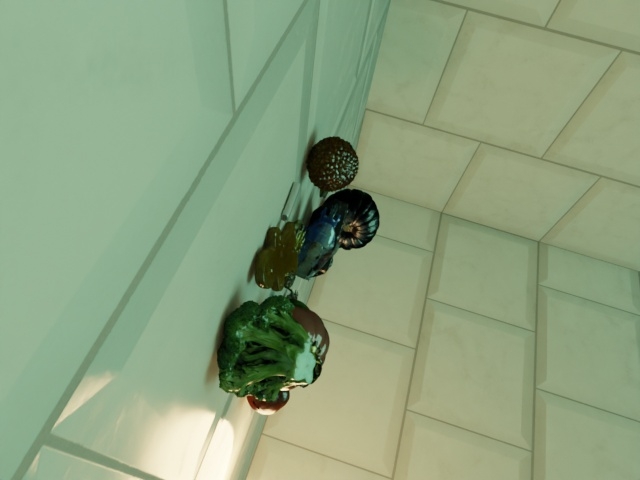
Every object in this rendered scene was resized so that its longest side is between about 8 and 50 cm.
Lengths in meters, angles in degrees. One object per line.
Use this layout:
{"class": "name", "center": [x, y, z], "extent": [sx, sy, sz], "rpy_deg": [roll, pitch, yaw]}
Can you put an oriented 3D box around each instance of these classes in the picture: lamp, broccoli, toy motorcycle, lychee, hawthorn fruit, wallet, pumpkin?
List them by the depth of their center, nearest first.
{"class": "broccoli", "center": [-0.137, 0.281, 1.126], "extent": [0.265, 0.245, 0.295], "rpy_deg": [-36, 122, -52]}
{"class": "wallet", "center": [-0.095, -0.123, 1.418], "extent": [0.061, 0.025, 0.122], "rpy_deg": [115, -6, -70]}
{"class": "lamp", "center": [-0.101, 0.370, 1.471], "extent": [0.239, 0.305, 0.306], "rpy_deg": [40, -58, 46]}
{"class": "lychee", "center": [0.044, -0.264, 1.563], "extent": [0.238, 0.200, 0.200], "rpy_deg": [58, 49, -68]}
{"class": "toy motorcycle", "center": [-0.007, 0.026, 1.722], "extent": [0.319, 0.181, 0.241], "rpy_deg": [120, -32, -41]}
{"class": "hawthorn fruit", "center": [-0.223, 0.623, 1.810], "extent": [0.202, 0.185, 0.185], "rpy_deg": [-59, -174, 42]}
{"class": "pumpkin", "center": [0.166, -0.117, 2.561], "extent": [0.266, 0.363, 0.364], "rpy_deg": [-79, -177, -65]}

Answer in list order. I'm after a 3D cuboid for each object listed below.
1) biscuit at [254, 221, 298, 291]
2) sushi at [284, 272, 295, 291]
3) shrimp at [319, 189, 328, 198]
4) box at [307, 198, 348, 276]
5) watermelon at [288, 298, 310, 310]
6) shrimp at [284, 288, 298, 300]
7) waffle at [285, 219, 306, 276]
{"class": "biscuit", "center": [-0.130, 0.051, 1.306], "extent": [0.301, 0.049, 0.197], "rpy_deg": [-50, 138, -68]}
{"class": "sushi", "center": [-0.131, 0.160, 1.909], "extent": [0.055, 0.052, 0.120], "rpy_deg": [-112, -141, -72]}
{"class": "shrimp", "center": [0.045, -0.353, 2.143], "extent": [0.169, 0.058, 0.296], "rpy_deg": [81, 22, -64]}
{"class": "box", "center": [0.000, 0.000, 2.029], "extent": [0.359, 0.090, 0.351], "rpy_deg": [-21, -130, 69]}
{"class": "watermelon", "center": [-0.134, 0.322, 1.698], "extent": [0.188, 0.214, 0.188], "rpy_deg": [-23, 90, -85]}
{"class": "shrimp", "center": [-0.144, 0.280, 2.100], "extent": [0.074, 0.073, 0.190], "rpy_deg": [-24, -166, 32]}
{"class": "waffle", "center": [-0.117, 0.039, 1.547], "extent": [0.204, 0.054, 0.224], "rpy_deg": [-53, 163, -43]}
